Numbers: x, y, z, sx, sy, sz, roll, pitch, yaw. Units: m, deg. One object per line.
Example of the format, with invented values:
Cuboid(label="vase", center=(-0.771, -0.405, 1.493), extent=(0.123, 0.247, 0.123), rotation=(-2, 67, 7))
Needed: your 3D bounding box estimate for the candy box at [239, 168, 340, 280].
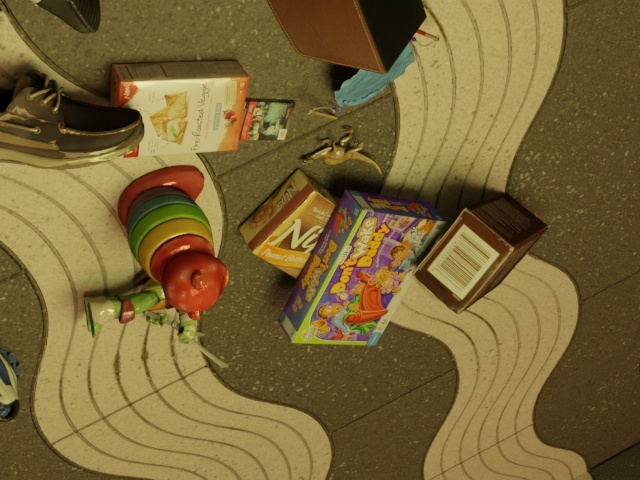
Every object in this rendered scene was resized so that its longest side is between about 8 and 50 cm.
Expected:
Cuboid(label="candy box", center=(0.000, 0.000, 1.994), extent=(0.183, 0.087, 0.316), rotation=(-45, 136, 11))

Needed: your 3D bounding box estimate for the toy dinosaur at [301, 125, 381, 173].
Cuboid(label="toy dinosaur", center=(0.050, -0.182, 1.900), extent=(0.183, 0.053, 0.092), rotation=(2, 143, -22))

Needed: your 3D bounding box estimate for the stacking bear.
Cuboid(label="stacking bear", center=(-0.258, 0.016, 1.711), extent=(0.164, 0.289, 0.175), rotation=(-3, 130, -28))

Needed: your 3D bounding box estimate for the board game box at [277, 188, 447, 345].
Cuboid(label="board game box", center=(0.086, 0.067, 1.984), extent=(0.233, 0.078, 0.347), rotation=(6, 123, -36))

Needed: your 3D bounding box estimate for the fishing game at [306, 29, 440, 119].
Cuboid(label="fishing game", center=(0.100, -0.317, 1.762), extent=(0.264, 0.041, 0.189), rotation=(-36, 169, 23))

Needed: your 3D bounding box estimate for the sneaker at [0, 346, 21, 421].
Cuboid(label="sneaker", center=(-0.659, 0.252, 1.771), extent=(0.127, 0.182, 0.315), rotation=(-33, 137, -2))

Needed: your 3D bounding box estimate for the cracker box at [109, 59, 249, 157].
Cuboid(label="cracker box", center=(-0.253, -0.232, 1.653), extent=(0.232, 0.067, 0.155), rotation=(-7, 131, -24))

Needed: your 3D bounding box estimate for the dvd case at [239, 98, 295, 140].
Cuboid(label="dvd case", center=(-0.112, -0.229, 1.778), extent=(0.119, 0.013, 0.087), rotation=(-2, 129, -27))

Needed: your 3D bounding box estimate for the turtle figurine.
Cuboid(label="turtle figurine", center=(-0.328, 0.168, 1.880), extent=(0.266, 0.198, 0.274), rotation=(-8, 128, -19))

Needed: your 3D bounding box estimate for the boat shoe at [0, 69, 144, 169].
Cuboid(label="boat shoe", center=(-0.461, -0.196, 1.493), extent=(0.355, 0.132, 0.130), rotation=(-4, 123, -14))

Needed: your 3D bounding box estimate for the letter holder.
Cuboid(label="letter holder", center=(0.018, -0.453, 1.573), extent=(0.152, 0.214, 0.302), rotation=(-56, 142, -23))

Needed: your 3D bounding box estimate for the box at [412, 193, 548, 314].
Cuboid(label="box", center=(0.362, 0.019, 2.063), extent=(0.191, 0.143, 0.381), rotation=(-53, 164, 20))

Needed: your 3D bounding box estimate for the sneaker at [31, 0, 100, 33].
Cuboid(label="sneaker", center=(-0.449, -0.417, 1.352), extent=(0.146, 0.122, 0.330), rotation=(-16, 142, 18))
